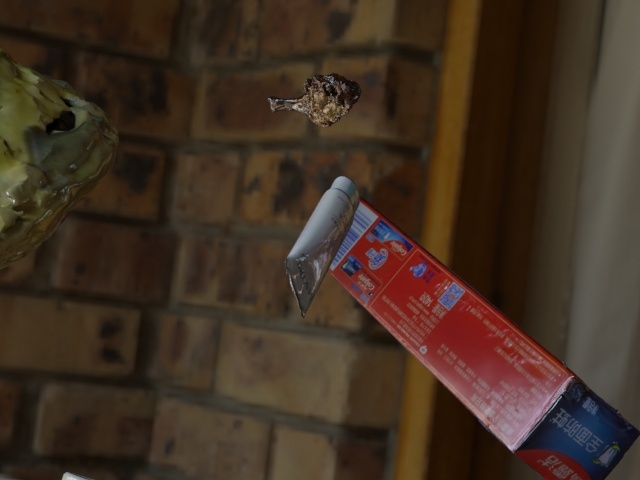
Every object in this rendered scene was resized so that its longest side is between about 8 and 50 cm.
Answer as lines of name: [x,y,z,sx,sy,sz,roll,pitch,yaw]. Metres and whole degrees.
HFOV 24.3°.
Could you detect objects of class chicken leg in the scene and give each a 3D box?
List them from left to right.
chicken leg: [-0.005,-0.151,1.604,0.062,0.037,0.145,30,-21,-20]

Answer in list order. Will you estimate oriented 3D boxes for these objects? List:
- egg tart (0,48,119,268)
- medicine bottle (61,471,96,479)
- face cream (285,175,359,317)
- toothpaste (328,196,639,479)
egg tart: [-0.219,-0.024,0.604,0.279,0.095,0.279,-15,21,6]
medicine bottle: [-0.205,0.294,1.122,0.059,0.230,0.059,18,-9,3]
face cream: [0.000,0.000,0.867,0.020,0.038,0.115,-5,28,22]
toothpaste: [0.095,0.064,1.031,0.076,0.066,0.320,39,3,-31]
